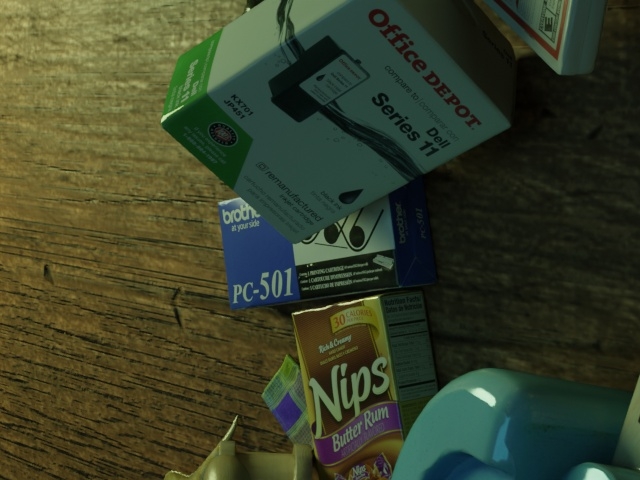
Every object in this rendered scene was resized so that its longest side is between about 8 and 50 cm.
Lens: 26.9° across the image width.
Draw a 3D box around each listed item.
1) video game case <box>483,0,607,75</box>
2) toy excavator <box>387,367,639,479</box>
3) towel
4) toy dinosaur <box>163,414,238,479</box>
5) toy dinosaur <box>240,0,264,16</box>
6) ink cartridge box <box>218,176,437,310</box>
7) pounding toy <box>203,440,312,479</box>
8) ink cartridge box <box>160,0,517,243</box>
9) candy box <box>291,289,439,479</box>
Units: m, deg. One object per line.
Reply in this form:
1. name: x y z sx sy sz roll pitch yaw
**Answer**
1. video game case: 0.120 -0.253 0.846 0.285 0.025 0.204 -118 28 -55
2. toy excavator: 0.171 0.138 0.740 0.433 0.222 0.445 -157 78 -68
3. towel: -0.019 0.147 1.160 0.083 0.009 0.060 56 131 27
4. toy dinosaur: -0.119 0.250 1.247 0.092 0.053 0.183 57 131 28
5. toy dinosaur: -0.002 -0.239 1.050 0.160 0.121 0.313 49 123 17
6. ink cartridge box: 0.000 0.000 1.098 0.207 0.046 0.097 -11 85 47
7. pounding toy: -0.084 0.250 1.093 0.154 0.155 0.269 -92 6 -53
8. ink cartridge box: 0.015 -0.108 0.956 0.208 0.153 0.087 -29 33 32
9. candy box: 0.042 0.139 1.063 0.109 0.053 0.186 -15 82 47
